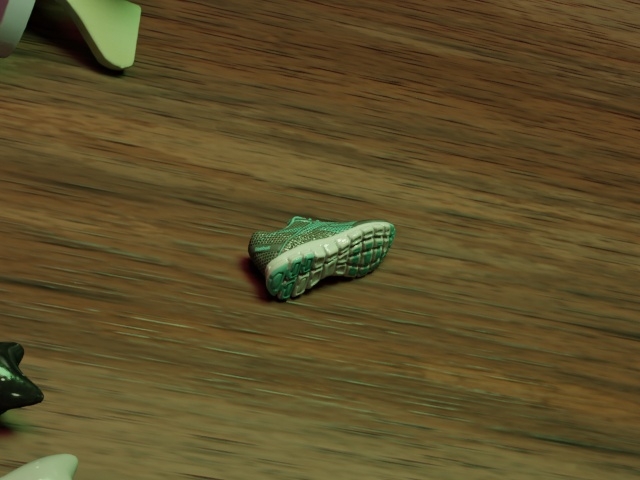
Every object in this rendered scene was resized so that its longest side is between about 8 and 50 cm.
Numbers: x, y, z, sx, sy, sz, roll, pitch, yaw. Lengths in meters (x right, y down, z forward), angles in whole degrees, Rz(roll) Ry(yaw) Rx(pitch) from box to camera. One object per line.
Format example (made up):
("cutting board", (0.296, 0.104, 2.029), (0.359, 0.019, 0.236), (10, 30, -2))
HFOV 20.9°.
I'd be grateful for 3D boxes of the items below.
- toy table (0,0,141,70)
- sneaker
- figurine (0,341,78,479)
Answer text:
("toy table", (-0.261, -0.317, 1.858), (0.161, 0.274, 0.252), (12, 4, -26))
("sneaker", (0.000, 0.000, 1.707), (0.166, 0.065, 0.076), (-14, 45, -38))
("figurine", (-0.297, 0.163, 1.365), (0.209, 0.092, 0.215), (-5, 45, -34))
